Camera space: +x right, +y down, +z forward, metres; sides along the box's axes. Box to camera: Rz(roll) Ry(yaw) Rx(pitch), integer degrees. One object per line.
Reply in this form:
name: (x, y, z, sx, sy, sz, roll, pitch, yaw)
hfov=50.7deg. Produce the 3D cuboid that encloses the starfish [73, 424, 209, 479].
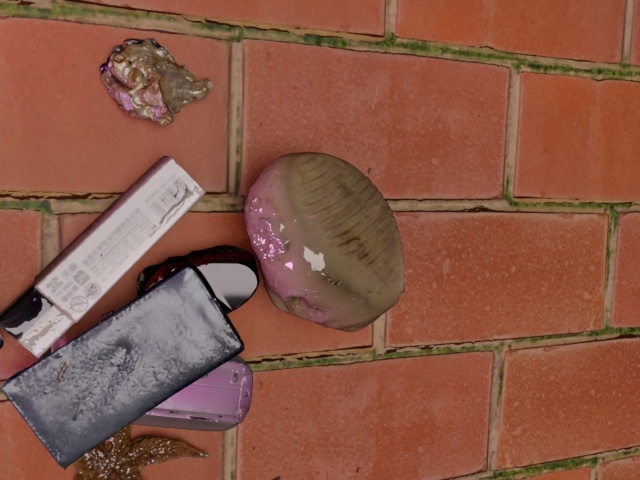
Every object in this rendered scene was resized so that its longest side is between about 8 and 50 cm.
starfish: (-0.381, 0.402, 1.270, 0.299, 0.060, 0.302, -25, 105, -16)

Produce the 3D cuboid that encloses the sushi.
sushi: (-0.227, 0.085, 1.266, 0.225, 0.126, 0.136, -16, 103, -14)

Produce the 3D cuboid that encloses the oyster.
oyster: (-0.290, -0.288, 1.218, 0.191, 0.081, 0.163, -14, 97, -25)

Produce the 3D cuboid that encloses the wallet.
wallet: (-0.331, 0.213, 1.167, 0.379, 0.046, 0.190, -33, 103, -8)

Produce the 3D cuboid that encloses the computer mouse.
computer mouse: (-0.280, 0.275, 1.279, 0.310, 0.072, 0.158, 12, 76, -24)

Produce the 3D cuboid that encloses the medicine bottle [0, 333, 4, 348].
medicine bottle: (-0.612, 0.085, 1.103, 0.124, 0.124, 0.239, -13, 101, -21)

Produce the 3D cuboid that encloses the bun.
bun: (0.000, 0.000, 1.281, 0.362, 0.234, 0.326, 42, 46, -28)

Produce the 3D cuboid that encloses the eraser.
eraser: (-0.385, 0.023, 1.203, 0.404, 0.096, 0.098, -46, 112, -11)
